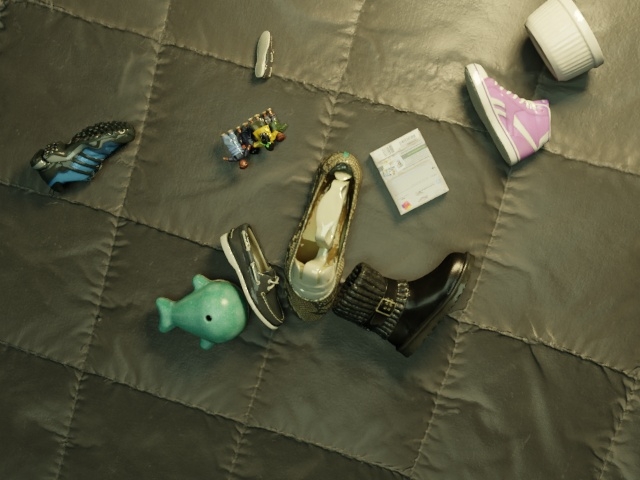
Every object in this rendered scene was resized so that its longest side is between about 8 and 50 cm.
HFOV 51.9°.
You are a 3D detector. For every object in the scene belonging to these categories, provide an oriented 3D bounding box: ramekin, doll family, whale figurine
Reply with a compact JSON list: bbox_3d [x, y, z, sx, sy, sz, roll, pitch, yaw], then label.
[{"bbox_3d":[0.586,-0.488,1.600,0.109,0.207,0.207,-31,92,19],"label":"ramekin"},{"bbox_3d":[-0.181,-0.272,1.793,0.192,0.076,0.111,-27,97,15],"label":"doll family"},{"bbox_3d":[-0.338,0.205,1.831,0.271,0.141,0.217,-3,96,9],"label":"whale figurine"}]

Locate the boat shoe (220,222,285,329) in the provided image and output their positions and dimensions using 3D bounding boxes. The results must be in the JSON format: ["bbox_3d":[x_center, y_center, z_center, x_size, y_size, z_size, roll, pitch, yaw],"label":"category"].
[{"bbox_3d":[-0.168,0.098,1.810,0.091,0.114,0.303,-29,93,16],"label":"boat shoe"}]

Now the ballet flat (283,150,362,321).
[{"bbox_3d":[0.000,0.000,1.740,0.163,0.182,0.483,15,99,0],"label":"ballet flat"}]

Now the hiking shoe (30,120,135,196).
[{"bbox_3d":[-0.652,-0.239,1.857,0.303,0.113,0.132,-20,124,3],"label":"hiking shoe"}]

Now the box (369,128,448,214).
[{"bbox_3d":[0.238,-0.184,1.761,0.145,0.038,0.186,-28,91,10],"label":"box"}]

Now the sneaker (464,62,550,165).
[{"bbox_3d":[0.488,-0.352,1.684,0.161,0.102,0.282,-31,102,7],"label":"sneaker"}]

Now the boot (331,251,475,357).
[{"bbox_3d":[0.217,0.118,1.741,0.260,0.131,0.348,36,100,-3],"label":"boot"}]

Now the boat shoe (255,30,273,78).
[{"bbox_3d":[-0.146,-0.499,1.776,0.046,0.038,0.125,9,93,49],"label":"boat shoe"}]
